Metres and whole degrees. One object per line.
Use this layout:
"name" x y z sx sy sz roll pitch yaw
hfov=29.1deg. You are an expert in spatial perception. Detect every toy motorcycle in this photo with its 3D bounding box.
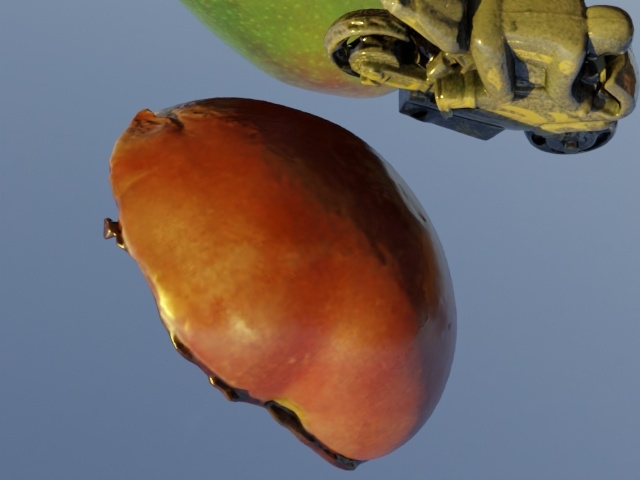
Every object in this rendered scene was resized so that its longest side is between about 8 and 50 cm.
"toy motorcycle" 0.103 -0.094 0.646 0.193 0.124 0.061 18 -117 -29

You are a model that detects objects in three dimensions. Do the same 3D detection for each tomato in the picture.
"tomato" 0.000 0.000 0.645 0.228 0.112 0.199 39 -155 -44

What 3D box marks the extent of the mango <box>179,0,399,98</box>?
"mango" -0.019 -0.247 0.873 0.225 0.382 0.201 -23 -132 24
